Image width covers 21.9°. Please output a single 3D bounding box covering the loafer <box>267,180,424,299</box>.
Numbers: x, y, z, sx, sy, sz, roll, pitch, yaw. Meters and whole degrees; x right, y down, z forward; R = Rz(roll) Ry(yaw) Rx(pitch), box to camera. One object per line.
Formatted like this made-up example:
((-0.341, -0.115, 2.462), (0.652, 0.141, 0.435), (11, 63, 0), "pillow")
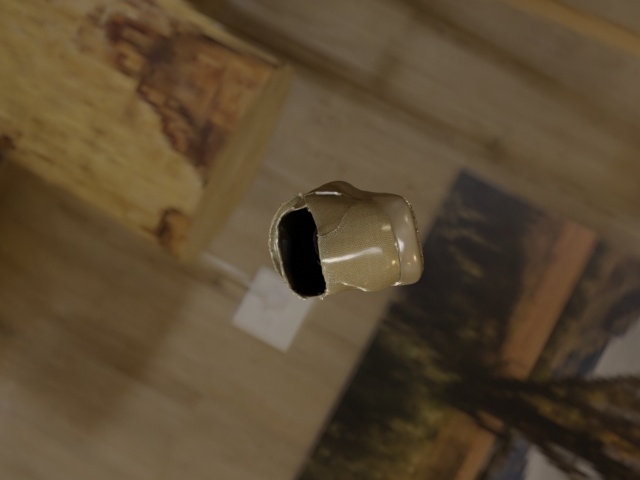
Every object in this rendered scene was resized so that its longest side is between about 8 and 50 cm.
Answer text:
((0.000, 0.000, 0.783), (0.148, 0.050, 0.056), (170, -89, -70), "loafer")
